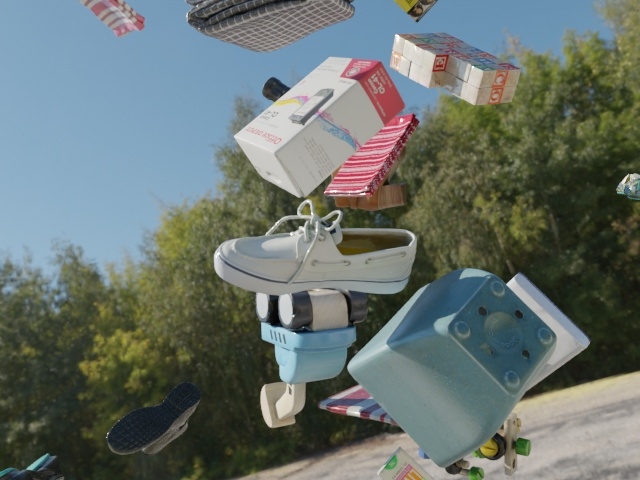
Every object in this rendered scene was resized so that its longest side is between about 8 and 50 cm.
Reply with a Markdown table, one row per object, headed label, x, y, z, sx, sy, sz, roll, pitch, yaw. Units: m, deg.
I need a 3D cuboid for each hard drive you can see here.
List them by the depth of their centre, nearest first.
| label | x | y | z | sx | sy | sz | roll | pitch | yaw |
| --- | --- | --- | --- | --- | --- | --- | --- | --- | --- |
| hard drive | 0.448 | 0.246 | 1.500 | 0.040 | 0.210 | 0.319 | -30 | -19 | -42 |

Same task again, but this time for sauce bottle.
| label | x | y | z | sx | sy | sz | roll | pitch | yaw |
| --- | --- | --- | --- | --- | --- | --- | --- | --- | --- |
| sauce bottle | -0.028 | -0.385 | 1.917 | 0.111 | 0.344 | 0.111 | -44 | -22 | -22 |

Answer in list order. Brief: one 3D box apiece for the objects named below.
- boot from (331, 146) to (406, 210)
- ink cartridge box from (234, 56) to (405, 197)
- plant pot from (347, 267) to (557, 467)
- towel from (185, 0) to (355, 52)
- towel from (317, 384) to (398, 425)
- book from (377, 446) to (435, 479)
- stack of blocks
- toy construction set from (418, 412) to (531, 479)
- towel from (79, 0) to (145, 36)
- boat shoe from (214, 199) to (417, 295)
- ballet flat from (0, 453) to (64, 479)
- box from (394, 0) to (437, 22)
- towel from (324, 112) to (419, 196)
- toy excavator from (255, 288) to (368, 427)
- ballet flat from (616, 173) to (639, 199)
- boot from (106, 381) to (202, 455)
| label | x | y | z | sx | sy | sz | roll | pitch | yaw |
| --- | --- | --- | --- | --- | --- | --- | --- | --- | --- |
| boot | 0.143 | -0.231 | 1.910 | 0.220 | 0.284 | 0.109 | -1 | 6 | 24 |
| ink cartridge box | -0.005 | -0.258 | 1.383 | 0.306 | 0.131 | 0.226 | -41 | 33 | -12 |
| plant pot | 0.244 | 0.193 | 1.067 | 0.248 | 0.247 | 0.252 | -41 | -7 | -30 |
| towel | -0.089 | -0.463 | 1.240 | 0.283 | 0.121 | 0.235 | -9 | -1 | 28 |
| towel | 0.186 | 0.448 | 1.740 | 0.237 | 0.037 | 0.329 | -9 | 4 | -44 |
| book | 0.238 | 0.645 | 1.715 | 0.096 | 0.144 | 0.035 | -48 | -4 | -7 |
| stack of blocks | 0.335 | -0.440 | 1.609 | 0.171 | 0.297 | 0.087 | -12 | -52 | -29 |
| toy construction set | 0.380 | 0.383 | 1.418 | 0.237 | 0.309 | 0.257 | -3 | -24 | 43 |
| towel | -0.401 | -0.425 | 1.088 | 0.197 | 0.029 | 0.144 | 35 | -8 | -32 |
| boat shoe | 0.003 | 0.005 | 1.112 | 0.367 | 0.136 | 0.157 | 5 | -54 | -13 |
| ballet flat | -0.407 | 0.365 | 0.881 | 0.095 | 0.096 | 0.280 | -40 | -3 | -16 |
| box | 0.204 | -0.637 | 1.576 | 0.087 | 0.058 | 0.232 | -44 | -31 | 20 |
| towel | 0.137 | -0.232 | 1.725 | 0.031 | 0.275 | 0.198 | 44 | -22 | -30 |
| toy excavator | -0.062 | 0.339 | 1.779 | 0.222 | 0.445 | 0.433 | -1 | 0 | -29 |
| ballet flat | 0.832 | -0.146 | 1.680 | 0.070 | 0.070 | 0.188 | -21 | 3 | 16 |
| boot | -0.366 | 0.428 | 1.393 | 0.246 | 0.083 | 0.161 | -26 | -32 | -51 |
